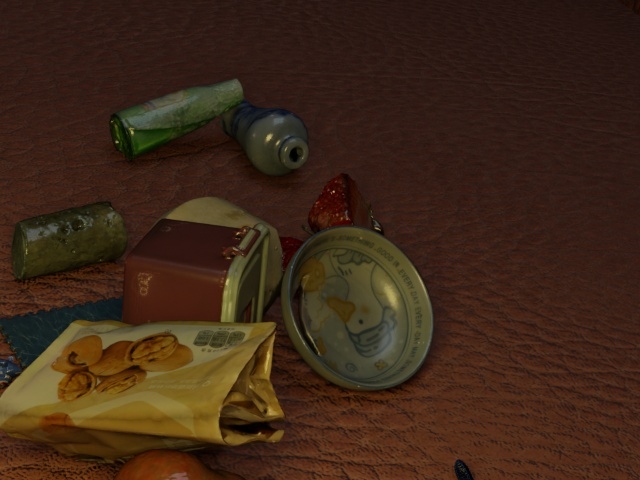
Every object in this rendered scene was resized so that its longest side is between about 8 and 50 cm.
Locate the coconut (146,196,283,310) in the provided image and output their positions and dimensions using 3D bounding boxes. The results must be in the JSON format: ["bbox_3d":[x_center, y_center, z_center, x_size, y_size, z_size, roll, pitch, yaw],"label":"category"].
[{"bbox_3d":[-0.162,0.051,1.757,0.241,0.241,0.241,9,30,-5],"label":"coconut"}]

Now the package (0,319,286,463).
[{"bbox_3d":[-0.211,0.220,1.399,0.311,0.165,0.221,-3,25,20],"label":"package"}]

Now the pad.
[{"bbox_3d":[-0.328,0.173,1.693,0.269,0.012,0.270,-11,37,-35],"label":"pad"}]

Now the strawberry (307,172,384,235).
[{"bbox_3d":[0.035,-0.035,2.070,0.236,0.107,0.175,33,35,-66],"label":"strawberry"}]

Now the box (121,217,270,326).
[{"bbox_3d":[-0.180,0.114,1.564,0.168,0.294,0.193,12,25,10],"label":"box"}]

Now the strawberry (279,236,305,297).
[{"bbox_3d":[-0.042,0.038,1.980,0.187,0.082,0.147,29,25,33],"label":"strawberry"}]

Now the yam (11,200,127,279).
[{"bbox_3d":[-0.432,0.001,1.859,0.194,0.107,0.107,-15,40,-37],"label":"yam"}]

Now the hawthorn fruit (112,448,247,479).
[{"bbox_3d":[-0.171,0.366,1.266,0.200,0.199,0.251,12,44,-1],"label":"hawthorn fruit"}]

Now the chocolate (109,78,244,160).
[{"bbox_3d":[-0.291,-0.266,2.299,0.291,0.110,0.110,-26,45,-26],"label":"chocolate"}]

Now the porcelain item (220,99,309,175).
[{"bbox_3d":[-0.118,-0.222,2.334,0.141,0.141,0.259,-9,26,-33],"label":"porcelain item"}]

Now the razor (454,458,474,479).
[{"bbox_3d":[0.225,0.369,1.547,0.044,0.028,0.154,-3,34,-25],"label":"razor"}]

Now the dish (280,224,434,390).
[{"bbox_3d":[0.036,0.125,1.792,0.273,0.134,0.273,14,62,-28],"label":"dish"}]

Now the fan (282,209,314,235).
[{"bbox_3d":[-0.001,0.001,1.991,0.182,0.010,0.310,38,0,-37],"label":"fan"}]

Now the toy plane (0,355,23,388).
[{"bbox_3d":[-0.505,0.196,1.557,0.167,0.054,0.062,-3,58,-25],"label":"toy plane"}]
